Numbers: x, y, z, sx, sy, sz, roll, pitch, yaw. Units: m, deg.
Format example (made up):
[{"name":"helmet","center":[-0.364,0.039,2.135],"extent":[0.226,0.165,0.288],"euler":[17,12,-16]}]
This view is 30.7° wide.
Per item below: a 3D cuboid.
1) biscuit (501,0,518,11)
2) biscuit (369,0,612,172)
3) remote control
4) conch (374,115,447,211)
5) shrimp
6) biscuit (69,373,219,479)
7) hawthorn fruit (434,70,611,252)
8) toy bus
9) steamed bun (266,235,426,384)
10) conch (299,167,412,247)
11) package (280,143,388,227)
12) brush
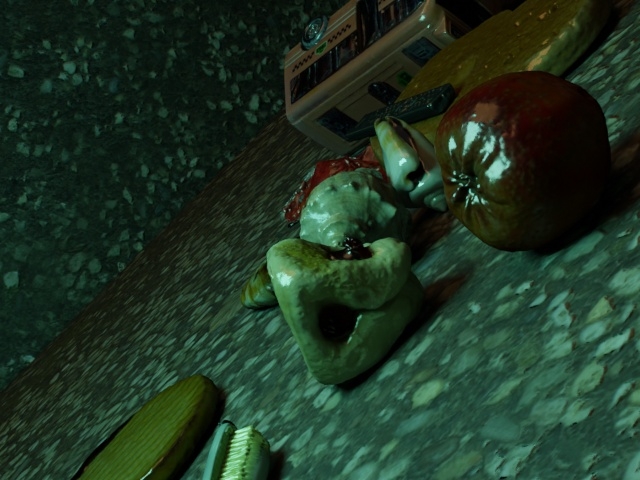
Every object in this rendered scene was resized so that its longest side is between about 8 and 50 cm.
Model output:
[{"name":"biscuit","center":[0.300,-0.459,2.392],"extent":[0.329,0.078,0.335],"euler":[-28,19,38]},{"name":"biscuit","center":[0.253,-0.252,1.820],"extent":[0.455,0.078,0.349],"euler":[-30,18,34]},{"name":"remote control","center":[0.123,-0.201,1.845],"extent":[0.063,0.025,0.245],"euler":[-51,19,-25]},{"name":"conch","center":[0.129,-0.111,1.590],"extent":[0.104,0.176,0.094],"euler":[-3,-23,-31]},{"name":"shrimp","center":[0.000,0.000,1.786],"extent":[0.365,0.071,0.233],"euler":[-35,8,49]},{"name":"biscuit","center":[-0.258,0.304,1.583],"extent":[0.318,0.040,0.318],"euler":[-41,13,11]},{"name":"hawthorn fruit","center":[0.221,-0.091,1.209],"extent":[0.200,0.179,0.179],"euler":[-30,5,-30]},{"name":"toy bus","center":[0.128,-0.351,2.182],"extent":[0.427,0.203,0.233],"euler":[-32,42,38]},{"name":"steamed bun","center":[0.037,0.062,1.303],"extent":[0.155,0.172,0.141],"euler":[-23,24,0]},{"name":"conch","center":[0.033,-0.019,1.514],"extent":[0.178,0.163,0.245],"euler":[-20,18,17]},{"name":"package","center":[0.046,-0.110,2.001],"extent":[0.269,0.071,0.194],"euler":[-23,35,45]},{"name":"brush","center":[-0.092,0.276,1.172],"extent":[0.060,0.068,0.297],"euler":[-14,25,16]}]
